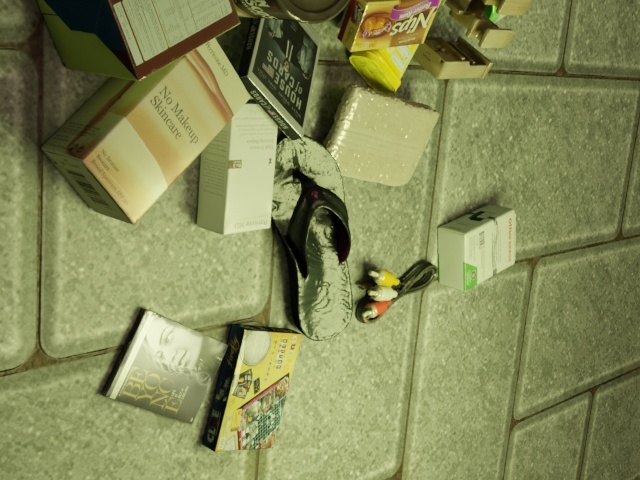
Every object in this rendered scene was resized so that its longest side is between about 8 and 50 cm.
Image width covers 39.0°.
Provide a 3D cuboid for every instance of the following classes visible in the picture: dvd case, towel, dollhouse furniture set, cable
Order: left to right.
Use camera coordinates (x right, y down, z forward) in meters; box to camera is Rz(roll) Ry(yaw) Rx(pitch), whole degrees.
[{"bbox_3d":[-0.275,0.232,1.632,0.221,0.018,0.165,33,78,-47],"label":"dvd case"},{"bbox_3d":[-0.069,-0.322,1.592,0.179,0.029,0.239,44,45,-45],"label":"dvd case"},{"bbox_3d":[0.117,-0.212,1.849,0.282,0.049,0.187,8,112,-46],"label":"towel"},{"bbox_3d":[0.179,0.121,2.035,0.287,0.072,0.140,-3,110,-46],"label":"cable"},{"bbox_3d":[0.317,-0.468,1.892,0.161,0.212,0.242,-11,139,-43],"label":"dollhouse furniture set"}]

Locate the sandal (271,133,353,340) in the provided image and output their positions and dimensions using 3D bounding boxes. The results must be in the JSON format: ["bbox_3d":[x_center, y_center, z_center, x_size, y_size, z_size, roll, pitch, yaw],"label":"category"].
[{"bbox_3d":[0.002,0.000,1.757,0.167,0.107,0.446,-25,118,-23],"label":"sandal"}]

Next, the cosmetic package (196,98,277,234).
[{"bbox_3d":[-0.146,-0.133,1.601,0.117,0.085,0.231,-10,109,-45],"label":"cosmetic package"}]

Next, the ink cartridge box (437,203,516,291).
[{"bbox_3d":[0.383,0.014,2.204,0.208,0.086,0.153,-22,118,-40],"label":"ink cartridge box"}]

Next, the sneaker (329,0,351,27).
[{"bbox_3d":[-0.013,-0.492,1.595,0.330,0.122,0.146,32,82,-50],"label":"sneaker"}]

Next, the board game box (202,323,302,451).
[{"bbox_3d":[-0.133,0.291,1.783,0.165,0.042,0.243,12,94,-48],"label":"board game box"}]

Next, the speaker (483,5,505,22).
[{"bbox_3d":[0.429,-0.586,2.031,0.296,0.131,0.131,-37,127,-33],"label":"speaker"}]

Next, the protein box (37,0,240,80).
[{"bbox_3d":[-0.267,-0.345,1.317,0.201,0.199,0.136,-39,128,-32],"label":"protein box"}]

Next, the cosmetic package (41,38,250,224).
[{"bbox_3d":[-0.268,-0.186,1.421,0.296,0.129,0.153,-53,133,-21],"label":"cosmetic package"}]

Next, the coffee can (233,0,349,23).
[{"bbox_3d":[-0.101,-0.447,1.404,0.201,0.275,0.202,-17,114,-42],"label":"coffee can"}]

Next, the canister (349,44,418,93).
[{"bbox_3d":[0.143,-0.403,1.827,0.126,0.073,0.170,43,70,-45],"label":"canister"}]

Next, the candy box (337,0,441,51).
[{"bbox_3d":[0.131,-0.420,1.699,0.186,0.053,0.109,-13,142,-34],"label":"candy box"}]
